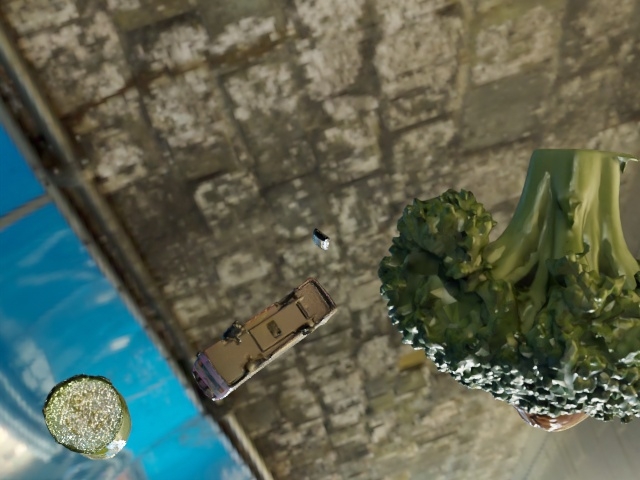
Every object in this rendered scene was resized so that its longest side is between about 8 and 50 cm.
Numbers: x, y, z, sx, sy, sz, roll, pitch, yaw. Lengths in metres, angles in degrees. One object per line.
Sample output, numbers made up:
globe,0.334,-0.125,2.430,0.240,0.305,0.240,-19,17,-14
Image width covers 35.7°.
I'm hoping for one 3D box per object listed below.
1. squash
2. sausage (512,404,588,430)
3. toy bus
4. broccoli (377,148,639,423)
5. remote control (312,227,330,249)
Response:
squash,-0.276,0.227,1.234,0.188,0.095,0.095,96,155,-72
sausage,0.412,0.184,1.514,0.121,0.304,0.121,39,146,34
toy bus,-0.099,0.171,1.742,0.090,0.274,0.112,51,143,9
broccoli,0.244,0.061,1.078,0.277,0.338,0.317,7,-118,-52
remote control,0.000,0.000,2.040,0.039,0.014,0.096,34,169,5
